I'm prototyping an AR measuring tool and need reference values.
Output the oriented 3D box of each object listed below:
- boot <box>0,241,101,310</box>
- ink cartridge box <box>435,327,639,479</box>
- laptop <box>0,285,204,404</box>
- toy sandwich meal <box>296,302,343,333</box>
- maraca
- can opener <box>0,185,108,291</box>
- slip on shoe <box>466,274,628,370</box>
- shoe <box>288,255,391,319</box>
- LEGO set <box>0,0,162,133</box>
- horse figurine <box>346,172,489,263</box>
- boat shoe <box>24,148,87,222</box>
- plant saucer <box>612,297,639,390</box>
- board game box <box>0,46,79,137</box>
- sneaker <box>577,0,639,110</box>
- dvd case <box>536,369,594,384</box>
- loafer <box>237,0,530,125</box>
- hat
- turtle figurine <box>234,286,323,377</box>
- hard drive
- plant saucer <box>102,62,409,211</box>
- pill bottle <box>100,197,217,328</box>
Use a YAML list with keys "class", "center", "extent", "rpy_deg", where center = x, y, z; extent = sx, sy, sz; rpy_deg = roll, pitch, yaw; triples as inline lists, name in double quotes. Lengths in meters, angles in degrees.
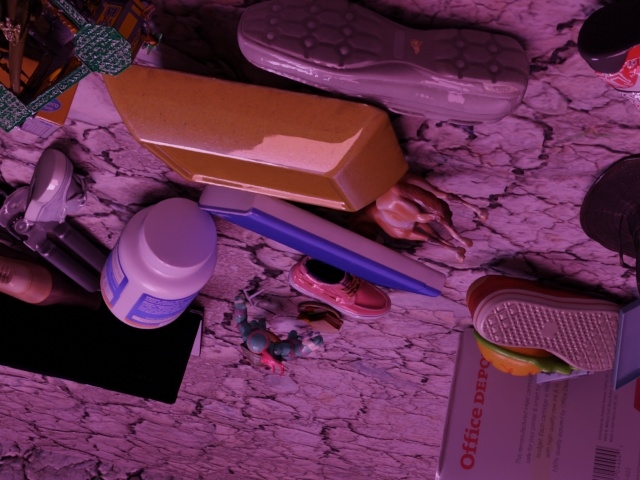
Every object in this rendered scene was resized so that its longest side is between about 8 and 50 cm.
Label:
- class: "boot"
  center: [-0.528, 0.059, 2.246]
  extent: [0.248, 0.090, 0.207]
  rpy_deg: [24, 180, 37]
- class: "ink cartridge box"
  center: [0.402, 0.326, 2.171]
  extent: [0.384, 0.279, 0.160]
  rpy_deg: [10, 158, 7]
- class: "laptop"
  center: [-0.427, 0.205, 2.363]
  extent: [0.382, 0.236, 0.408]
  rpy_deg: [14, 156, -1]
- class: "toy sandwich meal"
  center: [-0.003, 0.137, 2.255]
  extent: [0.085, 0.029, 0.085]
  rpy_deg: [10, 156, 5]
- class: "maraca"
  center: [0.330, 0.172, 2.047]
  extent: [0.185, 0.099, 0.127]
  rpy_deg: [24, -157, 36]
- class: "can opener"
  center: [-0.449, -0.012, 2.123]
  extent: [0.095, 0.076, 0.283]
  rpy_deg: [37, 172, 34]
- class: "slip on shoe"
  center: [0.363, 0.118, 1.959]
  extent: [0.331, 0.101, 0.123]
  rpy_deg: [13, 116, -28]
- class: "shoe"
  center: [0.039, 0.074, 2.048]
  extent: [0.178, 0.063, 0.081]
  rpy_deg: [22, 160, -10]
- class: "LEGO set"
  center: [-0.321, -0.290, 1.328]
  extent: [0.331, 0.192, 0.255]
  rpy_deg: [37, 130, -19]
- class: "horse figurine"
  center: [0.129, -0.033, 1.743]
  extent: [0.174, 0.066, 0.263]
  rpy_deg: [27, 165, 4]
- class: "boat shoe"
  center: [-0.389, -0.078, 1.921]
  extent: [0.081, 0.079, 0.227]
  rpy_deg: [10, 163, -19]
- class: "plant saucer"
  center: [0.480, 0.155, 1.967]
  extent: [0.067, 0.018, 0.192]
  rpy_deg: [-26, 138, -17]
- class: "board game box"
  center: [-0.464, -0.213, 1.559]
  extent: [0.316, 0.064, 0.242]
  rpy_deg: [20, 175, -16]
- class: "sneaker"
  center: [0.402, -0.186, 1.255]
  extent: [0.270, 0.090, 0.145]
  rpy_deg: [-4, 153, 41]
- class: "dvd case"
  center: [0.399, 0.184, 2.086]
  extent: [0.013, 0.087, 0.119]
  rpy_deg: [18, 158, -34]
- class: "loafer"
  center: [0.065, -0.185, 1.395]
  extent: [0.319, 0.112, 0.111]
  rpy_deg: [13, 148, -2]
- class: "hat"
  center: [0.475, 0.020, 1.628]
  extent: [0.331, 0.134, 0.331]
  rpy_deg: [11, 157, 5]
- class: "turtle figurine"
  center: [-0.091, 0.167, 2.241]
  extent: [0.175, 0.118, 0.234]
  rpy_deg: [36, 174, 8]
- class: "hard drive"
  center: [0.000, 0.000, 1.856]
  extent: [0.318, 0.040, 0.210]
  rpy_deg: [24, 174, -25]
- class: "plant saucer"
  center: [-0.074, -0.111, 1.542]
  extent: [0.332, 0.081, 0.333]
  rpy_deg: [10, 173, 10]
- class: "pill bottle"
  center: [-0.246, 0.032, 1.988]
  extent: [0.152, 0.152, 0.272]
  rpy_deg: [18, 156, -13]
